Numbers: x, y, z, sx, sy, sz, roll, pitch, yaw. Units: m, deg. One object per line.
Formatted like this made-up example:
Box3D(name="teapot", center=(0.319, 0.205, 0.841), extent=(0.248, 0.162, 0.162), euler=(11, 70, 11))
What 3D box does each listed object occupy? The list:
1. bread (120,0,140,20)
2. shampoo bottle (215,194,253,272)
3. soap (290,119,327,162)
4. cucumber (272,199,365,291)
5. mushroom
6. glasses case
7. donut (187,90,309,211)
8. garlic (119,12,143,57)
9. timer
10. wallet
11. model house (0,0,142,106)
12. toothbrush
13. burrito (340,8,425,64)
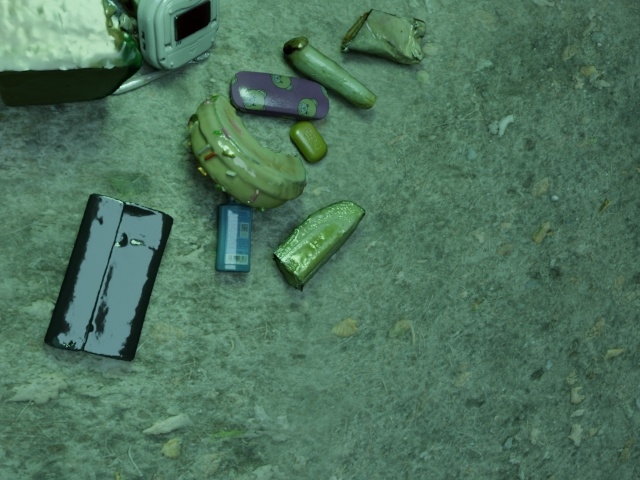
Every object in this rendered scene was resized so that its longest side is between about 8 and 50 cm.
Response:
Box3D(name="bread", center=(-0.415, -0.754, 1.601), extent=(0.338, 0.155, 0.187), euler=(-42, 103, -23))
Box3D(name="shampoo bottle", center=(-0.247, -0.038, 1.706), extent=(0.104, 0.061, 0.258), euler=(5, 85, -28))
Box3D(name="soap", center=(-0.034, -0.310, 1.835), extent=(0.089, 0.045, 0.140), euler=(-44, 107, -26))
Box3D(name="cucumber", center=(-0.002, -0.001, 1.811), extent=(0.145, 0.105, 0.325), euler=(42, 68, 9))
Box3D(name="mushroom", center=(0.027, -0.519, 1.841), extent=(0.333, 0.107, 0.087), euler=(30, 92, -26))
Box3D(name="glasses case", center=(-0.119, -0.435, 1.777), extent=(0.316, 0.076, 0.123), euler=(1, 78, -26))
Box3D(name="donut", center=(-0.206, -0.224, 1.630), extent=(0.371, 0.307, 0.150), euler=(38, 114, -22))
Box3D(name="garlic", center=(-0.517, -0.526, 1.526), extent=(0.127, 0.194, 0.131), euler=(-16, 101, -19))
Box3D(name="timer", center=(-0.369, -0.585, 1.566), extent=(0.087, 0.237, 0.262), euler=(33, 53, 14))
Box3D(name="wallet", center=(-0.548, 0.097, 1.547), extent=(0.228, 0.062, 0.406), euler=(18, 80, -25))
Box3D(name="model house", center=(-0.637, -0.515, 1.353), extent=(0.335, 0.382, 0.342), euler=(-13, 96, -27))
Box3D(name="toothbrush", center=(-0.443, -0.470, 1.644), extent=(0.307, 0.029, 0.025), euler=(-31, 108, -24))
Box3D(name="burrito", center=(0.207, -0.678, 1.945), extent=(0.348, 0.107, 0.175), euler=(-2, 73, -29))
